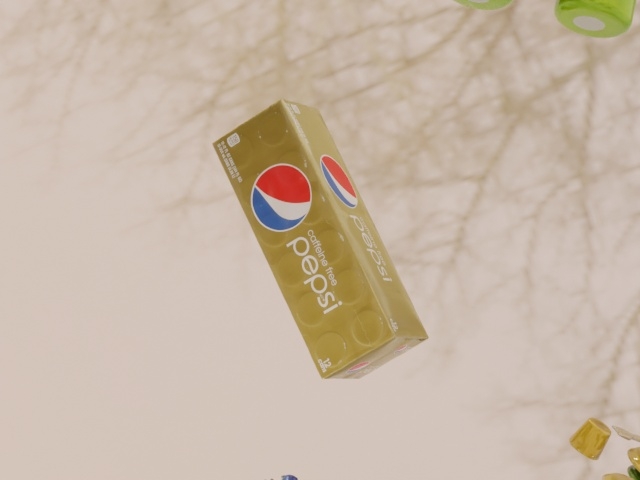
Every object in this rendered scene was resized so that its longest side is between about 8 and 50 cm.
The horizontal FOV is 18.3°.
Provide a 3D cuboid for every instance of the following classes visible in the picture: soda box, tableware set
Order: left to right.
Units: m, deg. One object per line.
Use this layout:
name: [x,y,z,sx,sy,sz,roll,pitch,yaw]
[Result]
soda box: [0.000,0.000,1.314,0.058,0.061,0.181,7,-126,-64]
tableware set: [0.199,0.160,1.189,0.104,0.024,0.154,21,-159,-34]

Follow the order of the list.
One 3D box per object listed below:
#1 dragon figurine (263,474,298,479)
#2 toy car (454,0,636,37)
dragon figurine: [-0.080,0.257,1.468,0.289,0.144,0.085,-61,-44,-73]
toy car: [0.157,-0.238,1.222,0.149,0.188,0.155,14,-106,1]
